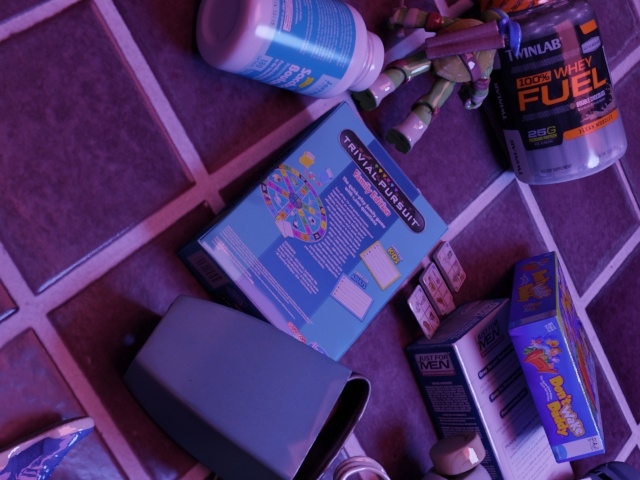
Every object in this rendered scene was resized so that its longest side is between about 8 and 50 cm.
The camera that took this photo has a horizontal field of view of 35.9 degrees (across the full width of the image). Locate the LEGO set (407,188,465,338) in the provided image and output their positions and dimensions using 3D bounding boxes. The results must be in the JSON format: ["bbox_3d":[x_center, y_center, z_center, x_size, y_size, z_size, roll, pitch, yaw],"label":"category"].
[{"bbox_3d":[0.137,0.015,1.601,0.244,0.060,0.182,59,40,-19],"label":"LEGO set"}]

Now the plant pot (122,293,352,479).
[{"bbox_3d":[-0.119,0.186,1.244,0.234,0.166,0.165,34,60,-5],"label":"plant pot"}]

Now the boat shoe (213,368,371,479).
[{"bbox_3d":[-0.045,0.299,1.357,0.112,0.095,0.335,53,55,-22],"label":"boat shoe"}]

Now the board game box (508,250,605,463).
[{"bbox_3d":[0.392,0.181,1.646,0.347,0.078,0.233,-53,123,-70],"label":"board game box"}]

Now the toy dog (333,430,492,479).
[{"bbox_3d":[0.136,0.414,1.483,0.333,0.161,0.220,-5,81,-27],"label":"toy dog"}]

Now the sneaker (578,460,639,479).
[{"bbox_3d":[0.467,0.450,1.643,0.126,0.127,0.321,39,44,23],"label":"sneaker"}]

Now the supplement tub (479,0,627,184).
[{"bbox_3d":[0.400,-0.285,1.731,0.207,0.207,0.338,-31,108,-39],"label":"supplement tub"}]

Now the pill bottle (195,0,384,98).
[{"bbox_3d":[-0.034,-0.288,1.410,0.264,0.146,0.146,10,78,-39],"label":"pill bottle"}]

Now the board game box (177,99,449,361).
[{"bbox_3d":[0.000,0.000,1.408,0.254,0.079,0.336,50,57,-10],"label":"board game box"}]

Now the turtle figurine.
[{"bbox_3d":[0.175,-0.279,1.621,0.266,0.274,0.198,-42,136,-15],"label":"turtle figurine"}]

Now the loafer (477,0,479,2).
[{"bbox_3d":[0.270,-0.522,1.736,0.302,0.095,0.109,39,61,-30],"label":"loafer"}]

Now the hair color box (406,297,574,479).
[{"bbox_3d":[0.286,0.289,1.635,0.174,0.105,0.347,-31,105,-42],"label":"hair color box"}]

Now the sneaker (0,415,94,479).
[{"bbox_3d":[-0.323,0.267,1.146,0.152,0.058,0.085,-23,94,-36],"label":"sneaker"}]
